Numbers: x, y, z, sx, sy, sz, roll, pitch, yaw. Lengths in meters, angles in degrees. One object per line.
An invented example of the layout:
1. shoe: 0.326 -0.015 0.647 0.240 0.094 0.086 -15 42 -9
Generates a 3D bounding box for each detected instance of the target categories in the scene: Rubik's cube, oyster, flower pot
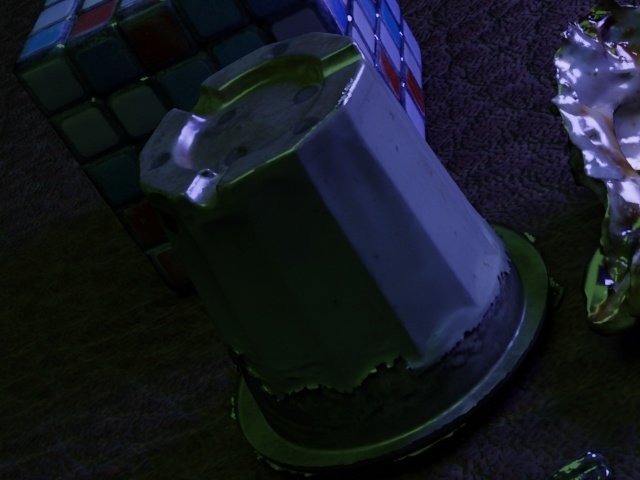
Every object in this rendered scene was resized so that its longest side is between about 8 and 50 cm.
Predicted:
1. Rubik's cube: -0.081 -0.176 1.394 0.292 0.287 0.293 -24 30 16
2. oyster: 0.270 -0.071 1.064 0.198 0.133 0.337 -13 37 27
3. flower pot: 0.000 0.000 1.084 0.290 0.259 0.290 -24 32 16

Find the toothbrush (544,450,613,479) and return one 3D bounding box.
1. toothbrush: 0.061 0.224 0.924 0.297 0.030 0.030 -32 39 1
